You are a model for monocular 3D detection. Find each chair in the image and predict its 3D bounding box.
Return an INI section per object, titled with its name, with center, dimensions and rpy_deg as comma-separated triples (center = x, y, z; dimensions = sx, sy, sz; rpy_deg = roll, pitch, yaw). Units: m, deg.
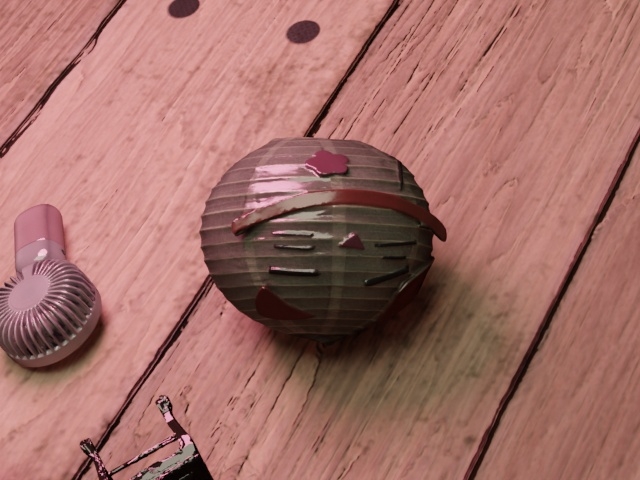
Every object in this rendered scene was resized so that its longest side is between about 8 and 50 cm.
[chair]
center = -0.142, 0.285, 1.453
dimensions = 0.106, 0.113, 0.229
rpy_deg = -30, 46, -9

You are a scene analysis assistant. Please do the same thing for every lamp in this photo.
[lamp]
center = 0.000, 0.000, 1.582
dimensions = 0.265, 0.233, 0.233
rpy_deg = -4, 49, -3

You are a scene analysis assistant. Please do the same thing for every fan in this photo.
[fan]
center = -0.334, 0.046, 1.735
dimensions = 0.130, 0.074, 0.244
rpy_deg = -24, 42, 9
